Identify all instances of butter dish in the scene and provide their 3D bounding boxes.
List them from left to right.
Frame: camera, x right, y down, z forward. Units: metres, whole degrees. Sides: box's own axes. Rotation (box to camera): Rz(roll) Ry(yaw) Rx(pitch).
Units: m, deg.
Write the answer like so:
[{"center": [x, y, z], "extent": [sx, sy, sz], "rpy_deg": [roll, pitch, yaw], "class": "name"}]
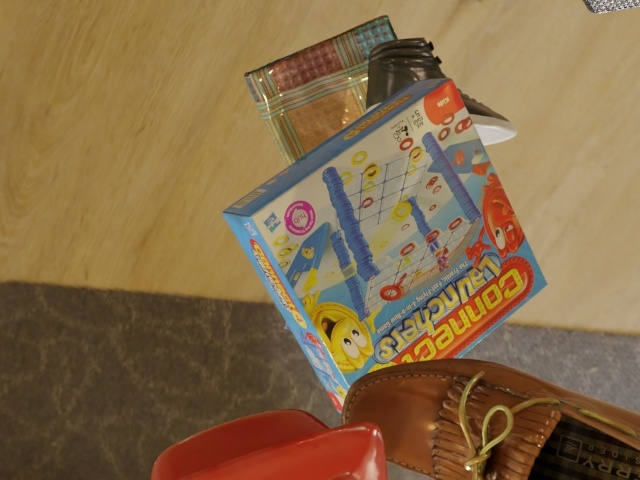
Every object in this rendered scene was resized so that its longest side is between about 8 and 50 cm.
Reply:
[{"center": [-0.046, 0.169, 0.614], "extent": [0.160, 0.118, 0.159], "rpy_deg": [-15, 122, -16], "class": "butter dish"}]

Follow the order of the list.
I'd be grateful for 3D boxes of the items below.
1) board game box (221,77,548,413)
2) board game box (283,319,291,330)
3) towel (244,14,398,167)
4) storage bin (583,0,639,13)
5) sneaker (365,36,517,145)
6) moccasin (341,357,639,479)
[{"center": [0.089, 0.011, 1.167], "extent": [0.308, 0.086, 0.302], "rpy_deg": [-36, 110, -19], "class": "board game box"}, {"center": [0.000, 0.000, 1.460], "extent": [0.042, 0.243, 0.165], "rpy_deg": [13, 129, 5], "class": "board game box"}, {"center": [0.065, -0.170, 1.664], "extent": [0.272, 0.040, 0.370], "rpy_deg": [-21, 116, 12], "class": "towel"}, {"center": [0.463, -0.412, 1.402], "extent": [0.180, 0.122, 0.084], "rpy_deg": [-3, 164, 31], "class": "storage bin"}, {"center": [0.192, -0.234, 1.514], "extent": [0.296, 0.146, 0.105], "rpy_deg": [7, 162, -34], "class": "sneaker"}, {"center": [0.200, 0.211, 0.934], "extent": [0.380, 0.147, 0.139], "rpy_deg": [19, 101, 15], "class": "moccasin"}]
